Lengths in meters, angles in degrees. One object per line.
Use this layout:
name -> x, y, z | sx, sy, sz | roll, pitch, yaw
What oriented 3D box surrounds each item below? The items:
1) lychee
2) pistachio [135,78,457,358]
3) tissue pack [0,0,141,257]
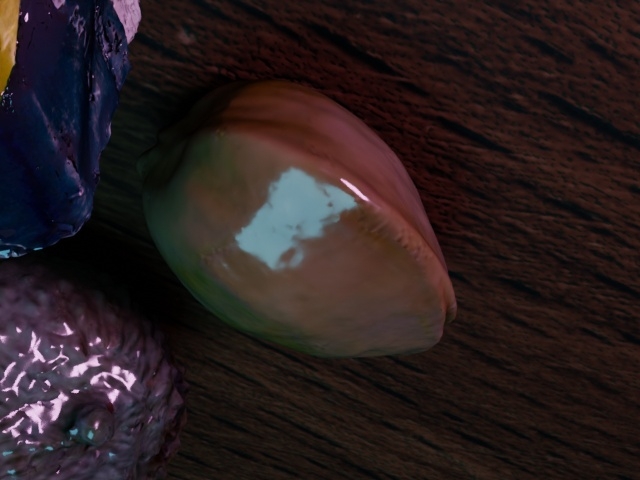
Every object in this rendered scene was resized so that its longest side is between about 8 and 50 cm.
lychee -> -0.240, 0.128, 1.183 | 0.255, 0.255, 0.274 | 35, 167, -28
pistachio -> 0.000, 0.000, 1.016 | 0.260, 0.162, 0.213 | 36, 168, -31
tissue pack -> -0.268, -0.209, 0.745 | 0.264, 0.253, 0.416 | 1, 139, 12
